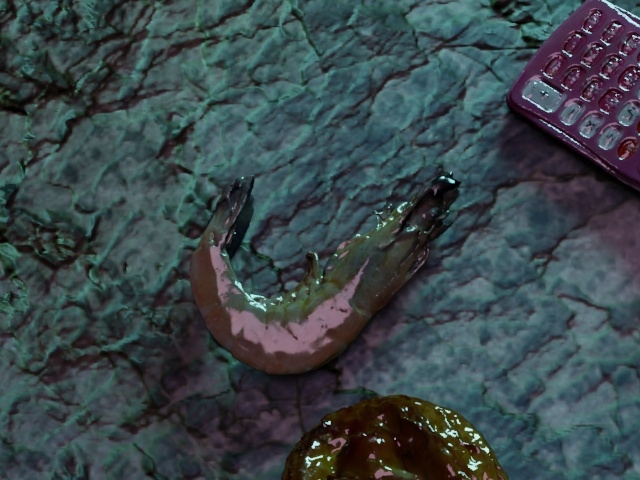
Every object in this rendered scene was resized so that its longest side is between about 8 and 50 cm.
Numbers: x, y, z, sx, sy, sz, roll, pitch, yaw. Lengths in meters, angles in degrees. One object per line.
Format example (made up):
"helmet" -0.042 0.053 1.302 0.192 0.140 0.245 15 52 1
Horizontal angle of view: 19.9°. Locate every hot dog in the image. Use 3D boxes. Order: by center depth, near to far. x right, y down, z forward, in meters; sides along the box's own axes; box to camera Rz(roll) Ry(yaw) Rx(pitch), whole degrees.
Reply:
"hot dog" 0.059 0.208 1.255 0.160 0.099 0.227 -26 65 -7

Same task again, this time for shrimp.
"shrimp" 0.000 0.000 1.372 0.219 0.046 0.152 -40 73 -11

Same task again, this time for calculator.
"calculator" 0.248 -0.101 1.402 0.190 0.034 0.126 35 75 23
